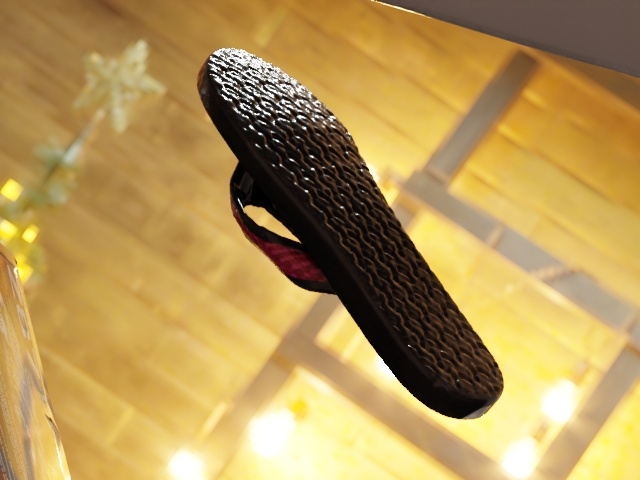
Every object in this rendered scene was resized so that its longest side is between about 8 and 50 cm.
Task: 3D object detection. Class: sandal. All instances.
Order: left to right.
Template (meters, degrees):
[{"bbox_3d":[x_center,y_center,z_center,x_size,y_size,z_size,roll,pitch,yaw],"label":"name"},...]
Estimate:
[{"bbox_3d":[0.000,0.000,0.724,0.067,0.040,0.179,-1,51,-51],"label":"sandal"}]

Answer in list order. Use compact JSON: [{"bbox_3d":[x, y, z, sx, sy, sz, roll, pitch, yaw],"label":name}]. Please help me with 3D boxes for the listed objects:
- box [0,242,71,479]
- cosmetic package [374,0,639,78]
[{"bbox_3d":[-0.147,0.170,0.791,0.318,0.097,0.395,63,11,-79],"label":"box"},{"bbox_3d":[-0.014,-0.185,0.706,0.385,0.156,0.217,16,16,10],"label":"cosmetic package"}]
